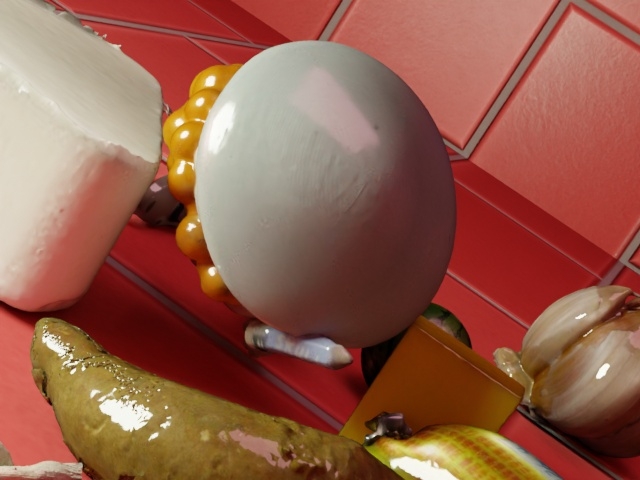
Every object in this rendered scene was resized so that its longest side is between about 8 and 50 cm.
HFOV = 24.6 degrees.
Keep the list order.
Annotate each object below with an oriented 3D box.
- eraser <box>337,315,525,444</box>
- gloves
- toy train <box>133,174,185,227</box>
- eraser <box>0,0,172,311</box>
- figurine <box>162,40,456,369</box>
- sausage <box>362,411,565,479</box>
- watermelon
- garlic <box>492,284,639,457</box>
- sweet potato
[{"bbox_3d":[0.076,0.131,1.070,0.097,0.122,0.045,35,14,4],"label":"eraser"},{"bbox_3d":[-0.148,0.122,0.744,0.081,0.037,0.044,15,-21,-9],"label":"gloves"},{"bbox_3d":[-0.119,-0.038,1.410,0.051,0.052,0.234,39,13,6],"label":"toy train"},{"bbox_3d":[-0.274,-0.108,1.085,0.331,0.150,0.331,34,13,-9],"label":"eraser"},{"bbox_3d":[-0.010,-0.029,1.128,0.382,0.205,0.225,173,-101,-86],"label":"figurine"},{"bbox_3d":[0.121,0.204,0.936,0.125,0.117,0.317,-17,39,-33],"label":"sausage"},{"bbox_3d":[0.079,0.102,1.258,0.109,0.109,0.109,31,12,-8],"label":"watermelon"},{"bbox_3d":[0.312,0.151,1.524,0.214,0.191,0.160,38,32,-37],"label":"garlic"},{"bbox_3d":[-0.037,0.139,0.831,0.310,0.098,0.124,30,-9,-5],"label":"sweet potato"}]
